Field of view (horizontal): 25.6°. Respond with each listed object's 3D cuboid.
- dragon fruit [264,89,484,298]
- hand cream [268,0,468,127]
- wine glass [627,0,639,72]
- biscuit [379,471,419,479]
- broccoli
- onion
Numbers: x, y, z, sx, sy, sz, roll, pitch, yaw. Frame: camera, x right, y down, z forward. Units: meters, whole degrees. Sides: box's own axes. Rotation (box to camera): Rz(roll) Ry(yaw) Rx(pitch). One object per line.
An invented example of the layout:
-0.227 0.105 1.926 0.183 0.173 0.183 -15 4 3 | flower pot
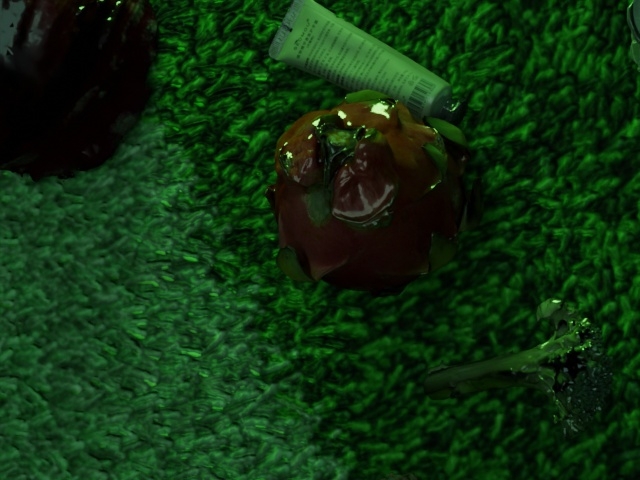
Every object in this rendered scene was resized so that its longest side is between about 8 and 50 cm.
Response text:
0.051 -0.048 1.432 0.224 0.227 0.224 1 94 9 | dragon fruit
0.052 -0.186 1.528 0.234 0.050 0.080 31 100 19 | hand cream
0.353 -0.211 1.370 0.122 0.183 0.122 -1 86 16 | wine glass
0.095 0.328 1.478 0.082 0.070 0.168 -25 79 5 | biscuit
0.204 0.138 1.449 0.204 0.118 0.122 -6 116 31 | broccoli
-0.327 -0.225 1.584 0.280 0.146 0.314 34 92 10 | onion
